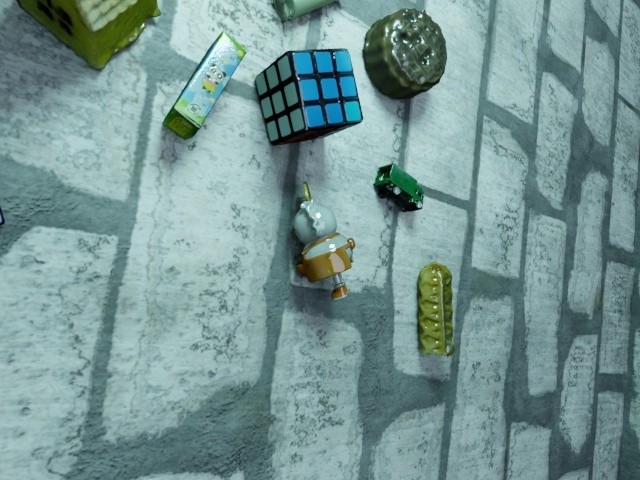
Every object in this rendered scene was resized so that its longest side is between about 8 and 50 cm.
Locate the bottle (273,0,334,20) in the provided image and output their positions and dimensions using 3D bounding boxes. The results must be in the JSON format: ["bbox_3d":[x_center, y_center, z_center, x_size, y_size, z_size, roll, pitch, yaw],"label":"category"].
[{"bbox_3d":[-0.014,-0.580,0.979,0.201,0.072,0.072,-38,110,-29],"label":"bottle"}]

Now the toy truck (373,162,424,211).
[{"bbox_3d":[0.217,-0.136,1.139,0.147,0.065,0.079,29,70,-29],"label":"toy truck"}]

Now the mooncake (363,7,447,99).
[{"bbox_3d":[0.230,-0.496,1.116,0.228,0.124,0.229,0,90,-33],"label":"mooncake"}]

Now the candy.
[{"bbox_3d":[-0.225,-0.298,0.819,0.062,0.097,0.195,33,71,-26],"label":"candy"}]

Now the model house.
[{"bbox_3d":[-0.346,-0.417,0.653,0.175,0.234,0.194,45,68,-25],"label":"model house"}]

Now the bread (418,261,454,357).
[{"bbox_3d":[0.330,0.196,1.201,0.087,0.098,0.270,-8,96,-76],"label":"bread"}]

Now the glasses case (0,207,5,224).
[{"bbox_3d":[-0.523,-0.062,0.656,0.033,0.023,0.084,-17,98,-28],"label":"glasses case"}]

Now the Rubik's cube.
[{"bbox_3d":[-0.025,-0.309,0.916,0.160,0.163,0.162,-18,98,-33],"label":"Rubik's cube"}]

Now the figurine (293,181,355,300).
[{"bbox_3d":[0.010,0.000,0.955,0.143,0.143,0.272,-7,95,-34],"label":"figurine"}]
